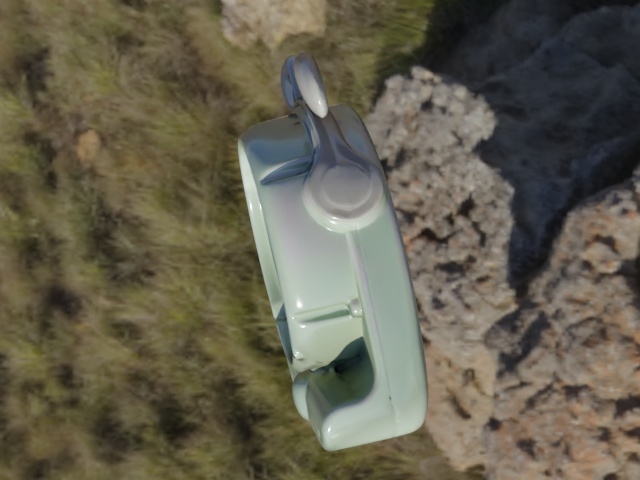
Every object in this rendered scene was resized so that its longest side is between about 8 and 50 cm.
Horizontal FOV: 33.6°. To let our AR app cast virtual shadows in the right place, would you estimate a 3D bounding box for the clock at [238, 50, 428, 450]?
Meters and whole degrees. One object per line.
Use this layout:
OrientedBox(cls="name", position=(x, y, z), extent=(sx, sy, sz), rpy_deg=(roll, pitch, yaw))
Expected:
OrientedBox(cls="clock", position=(0.000, 0.000, 0.543), extent=(0.151, 0.062, 0.191), rpy_deg=(-137, 34, -79))
